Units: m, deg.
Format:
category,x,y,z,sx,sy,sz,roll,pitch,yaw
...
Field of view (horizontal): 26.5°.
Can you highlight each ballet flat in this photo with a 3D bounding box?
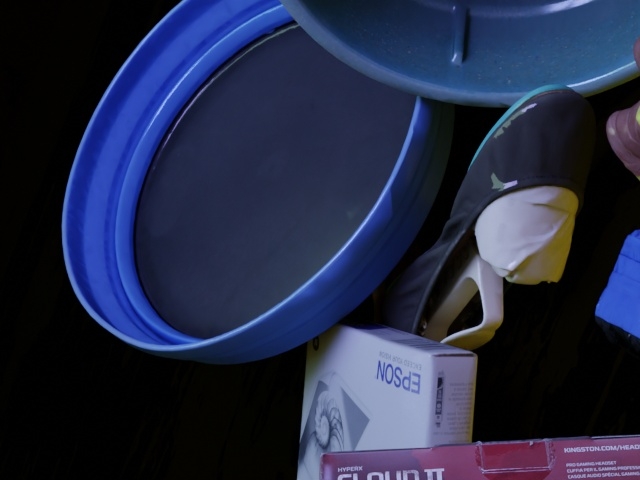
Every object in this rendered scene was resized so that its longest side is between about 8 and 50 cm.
category,x,y,z,sx,sy,sz,roll,pitch,yaw
ballet flat,0.135,0.010,1.018,0.280,0.095,0.096,119,146,-45

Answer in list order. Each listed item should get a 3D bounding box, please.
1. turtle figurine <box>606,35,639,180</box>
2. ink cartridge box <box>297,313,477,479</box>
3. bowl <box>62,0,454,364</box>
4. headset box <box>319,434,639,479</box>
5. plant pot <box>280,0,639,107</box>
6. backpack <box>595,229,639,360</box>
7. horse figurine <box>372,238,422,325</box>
category,x,y,z,sx,sy,sz,roll,pitch,yaw
turtle figurine,0.265,-0.105,0.811,0.217,0.087,0.270,-29,47,57
ink cartridge box,0.044,0.180,1.052,0.223,0.045,0.224,-171,82,-66
bowl,-0.057,-0.073,1.175,0.391,0.077,0.391,-21,53,29
headset box,0.111,0.230,0.713,0.110,0.218,0.293,82,-175,-52
plant pot,0.139,-0.334,1.002,0.341,0.341,0.334,-46,25,44
backpack,0.220,0.035,0.763,0.098,0.120,0.101,22,93,67
horse figurine,0.000,0.000,1.249,0.263,0.066,0.174,24,91,31
